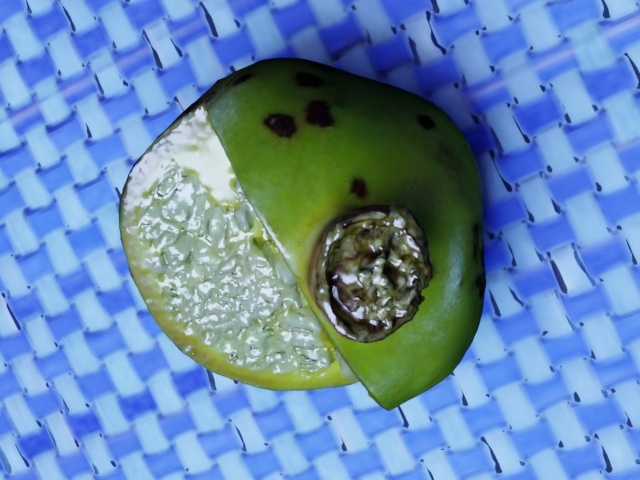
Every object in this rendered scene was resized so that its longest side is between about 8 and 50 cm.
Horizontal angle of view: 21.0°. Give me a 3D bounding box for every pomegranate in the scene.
[{"bbox_3d":[0.009,-0.006,0.662,0.143,0.122,0.169,59,152,-7],"label":"pomegranate"}]
